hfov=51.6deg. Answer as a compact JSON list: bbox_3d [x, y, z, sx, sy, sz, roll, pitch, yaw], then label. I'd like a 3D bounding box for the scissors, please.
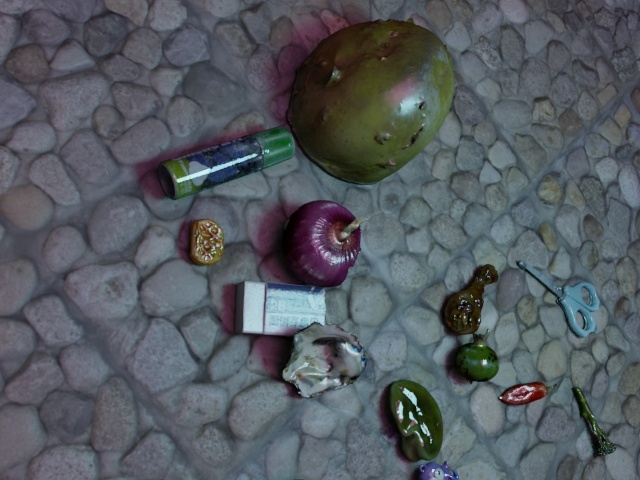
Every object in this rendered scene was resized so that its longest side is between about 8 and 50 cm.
[{"bbox_3d":[0.738,0.156,2.048,0.360,0.029,0.191,32,61,-17],"label":"scissors"}]

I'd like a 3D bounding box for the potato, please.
[{"bbox_3d":[0.162,-0.392,1.694,0.385,0.319,0.442,35,62,-19],"label":"potato"}]

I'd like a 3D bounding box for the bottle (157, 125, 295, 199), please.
[{"bbox_3d":[-0.215,-0.188,1.563,0.330,0.093,0.093,-24,91,-31],"label":"bottle"}]

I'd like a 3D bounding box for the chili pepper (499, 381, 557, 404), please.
[{"bbox_3d":[0.592,0.436,1.892,0.191,0.050,0.059,-6,85,-18],"label":"chili pepper"}]

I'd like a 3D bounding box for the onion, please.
[{"bbox_3d":[-0.006,0.002,1.595,0.201,0.200,0.207,17,92,-25],"label":"onion"}]

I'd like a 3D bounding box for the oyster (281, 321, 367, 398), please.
[{"bbox_3d":[0.010,0.271,1.561,0.214,0.083,0.222,-5,123,-22],"label":"oyster"}]

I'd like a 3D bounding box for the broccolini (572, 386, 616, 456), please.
[{"bbox_3d":[0.822,0.541,1.999,0.058,0.067,0.216,-15,77,-34],"label":"broccolini"}]

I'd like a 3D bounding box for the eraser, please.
[{"bbox_3d":[-0.094,0.164,1.565,0.210,0.068,0.124,7,79,-27],"label":"eraser"}]

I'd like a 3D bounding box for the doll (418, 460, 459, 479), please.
[{"bbox_3d":[0.314,0.630,1.689,0.206,0.067,0.110,46,70,-24],"label":"doll"}]

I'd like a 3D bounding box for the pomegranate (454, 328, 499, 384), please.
[{"bbox_3d":[0.423,0.308,1.779,0.122,0.122,0.161,2,101,-28],"label":"pomegranate"}]

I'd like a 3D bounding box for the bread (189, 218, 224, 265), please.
[{"bbox_3d":[-0.262,0.005,1.523,0.083,0.044,0.110,8,77,-31],"label":"bread"}]

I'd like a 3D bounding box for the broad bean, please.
[{"bbox_3d":[0.246,0.455,1.684,0.153,0.072,0.206,-7,80,-42],"label":"broad bean"}]

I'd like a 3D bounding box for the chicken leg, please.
[{"bbox_3d":[0.428,0.160,1.852,0.251,0.087,0.107,-50,125,-34],"label":"chicken leg"}]
